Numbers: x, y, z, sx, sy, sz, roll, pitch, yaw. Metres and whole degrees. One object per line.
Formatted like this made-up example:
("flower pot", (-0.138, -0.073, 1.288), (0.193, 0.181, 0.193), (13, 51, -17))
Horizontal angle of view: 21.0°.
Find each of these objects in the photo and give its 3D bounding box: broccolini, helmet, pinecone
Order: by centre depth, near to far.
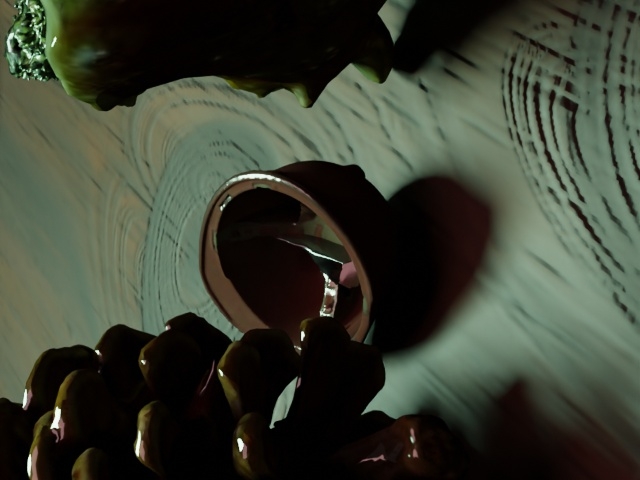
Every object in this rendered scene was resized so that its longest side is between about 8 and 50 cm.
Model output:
("pinecone", (-0.035, 0.115, 0.654), (0.212, 0.185, 0.169), (-7, 52, 42))
("helmet", (0.000, 0.000, 0.737), (0.089, 0.057, 0.111), (48, 145, 1))
("broccolini", (-0.180, -0.231, 1.143), (0.071, 0.057, 0.254), (2, 87, 19))

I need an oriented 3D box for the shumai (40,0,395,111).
("shumai", (-0.066, -0.218, 0.717), (0.323, 0.397, 0.324), (48, 152, 18))
